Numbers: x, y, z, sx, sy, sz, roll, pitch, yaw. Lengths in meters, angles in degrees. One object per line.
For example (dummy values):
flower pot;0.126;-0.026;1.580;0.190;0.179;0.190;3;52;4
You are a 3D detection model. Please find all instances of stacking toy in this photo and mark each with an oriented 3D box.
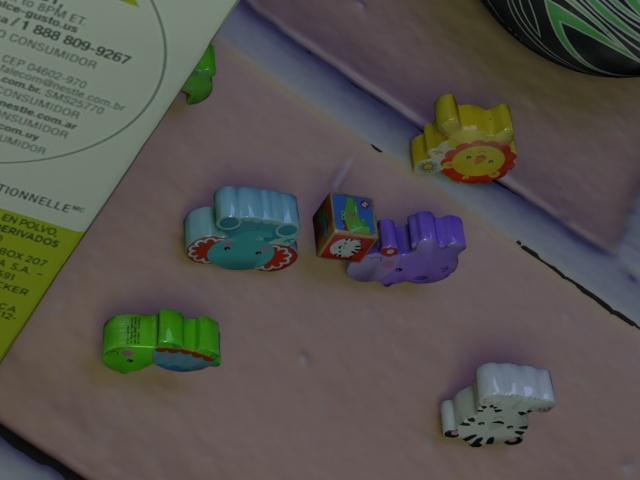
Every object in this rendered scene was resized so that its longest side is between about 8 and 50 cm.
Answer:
stacking toy;0.000;0.000;0.907;0.221;0.052;0.167;9;54;-21

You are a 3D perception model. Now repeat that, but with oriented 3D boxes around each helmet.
helmet;0.148;-0.167;1.021;0.161;0.169;0.169;-6;62;-50

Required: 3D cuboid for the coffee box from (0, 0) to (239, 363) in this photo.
coffee box;-0.211;-0.188;0.725;0.338;0.334;0.338;18;53;-17
